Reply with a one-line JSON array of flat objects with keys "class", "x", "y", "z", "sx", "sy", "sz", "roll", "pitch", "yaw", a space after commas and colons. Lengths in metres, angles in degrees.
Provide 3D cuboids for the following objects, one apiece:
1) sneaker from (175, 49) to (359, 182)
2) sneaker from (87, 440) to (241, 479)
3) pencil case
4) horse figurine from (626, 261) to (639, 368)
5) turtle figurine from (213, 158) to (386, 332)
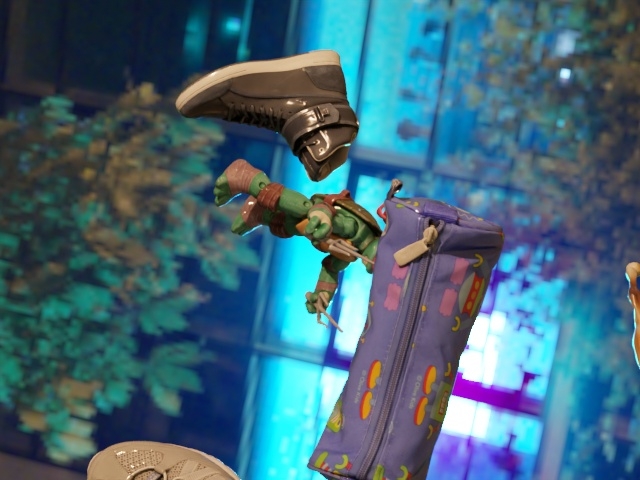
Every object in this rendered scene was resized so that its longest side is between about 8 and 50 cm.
[{"class": "sneaker", "x": -0.062, "y": -0.147, "z": 2.055, "sx": 0.086, "sy": 0.226, "sz": 0.163, "roll": 104, "pitch": 151, "yaw": -70}, {"class": "sneaker", "x": -0.112, "y": 0.252, "z": 1.487, "sx": 0.105, "sy": 0.281, "sz": 0.115, "roll": -64, "pitch": -30, "yaw": -11}, {"class": "pencil case", "x": 0.081, "y": 0.103, "z": 1.528, "sx": 0.133, "sy": 0.119, "sz": 0.306, "roll": 21, "pitch": -94, "yaw": -75}, {"class": "horse figurine", "x": 0.309, "y": 0.114, "z": 1.306, "sx": 0.263, "sy": 0.066, "sz": 0.174, "roll": 60, "pitch": -161, "yaw": -20}, {"class": "turtle figurine", "x": 0.000, "y": 0.000, "z": 1.712, "sx": 0.118, "sy": 0.234, "sz": 0.175, "roll": -43, "pitch": -33, "yaw": -31}]
